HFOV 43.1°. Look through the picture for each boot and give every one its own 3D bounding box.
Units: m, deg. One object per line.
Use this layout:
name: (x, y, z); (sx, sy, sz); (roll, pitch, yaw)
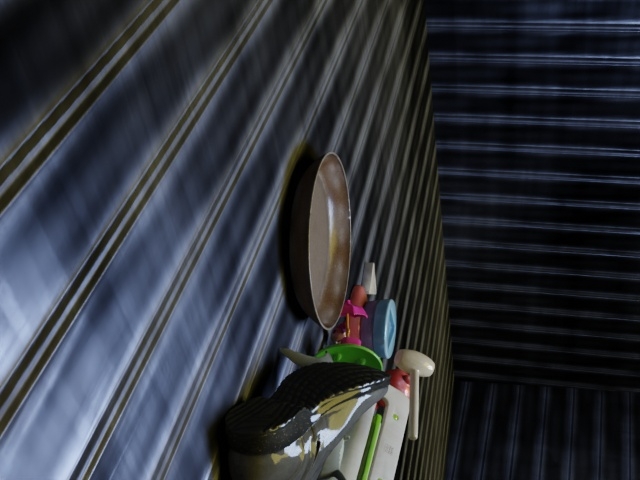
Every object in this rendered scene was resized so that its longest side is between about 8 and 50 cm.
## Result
boot: (-0.020, 0.315, 1.172); (0.338, 0.118, 0.223); (-14, 108, -48)

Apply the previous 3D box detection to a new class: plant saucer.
plant saucer: (0.000, 0.000, 1.422); (0.310, 0.050, 0.311); (2, 90, -75)

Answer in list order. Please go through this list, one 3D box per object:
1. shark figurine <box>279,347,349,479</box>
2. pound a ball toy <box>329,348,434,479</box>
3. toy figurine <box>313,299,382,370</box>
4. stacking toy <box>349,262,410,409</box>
shark figurine: (-0.015, 0.317, 1.307); (0.166, 0.116, 0.278); (-126, -149, -53)
pound a ball toy: (0.084, 0.355, 1.503); (0.208, 0.135, 0.319); (-54, -170, 43)
toy figurine: (0.045, 0.195, 1.528); (0.159, 0.130, 0.173); (-86, -170, -49)
stacking toy: (0.156, 0.222, 1.876); (0.279, 0.130, 0.309); (-69, 156, -51)
